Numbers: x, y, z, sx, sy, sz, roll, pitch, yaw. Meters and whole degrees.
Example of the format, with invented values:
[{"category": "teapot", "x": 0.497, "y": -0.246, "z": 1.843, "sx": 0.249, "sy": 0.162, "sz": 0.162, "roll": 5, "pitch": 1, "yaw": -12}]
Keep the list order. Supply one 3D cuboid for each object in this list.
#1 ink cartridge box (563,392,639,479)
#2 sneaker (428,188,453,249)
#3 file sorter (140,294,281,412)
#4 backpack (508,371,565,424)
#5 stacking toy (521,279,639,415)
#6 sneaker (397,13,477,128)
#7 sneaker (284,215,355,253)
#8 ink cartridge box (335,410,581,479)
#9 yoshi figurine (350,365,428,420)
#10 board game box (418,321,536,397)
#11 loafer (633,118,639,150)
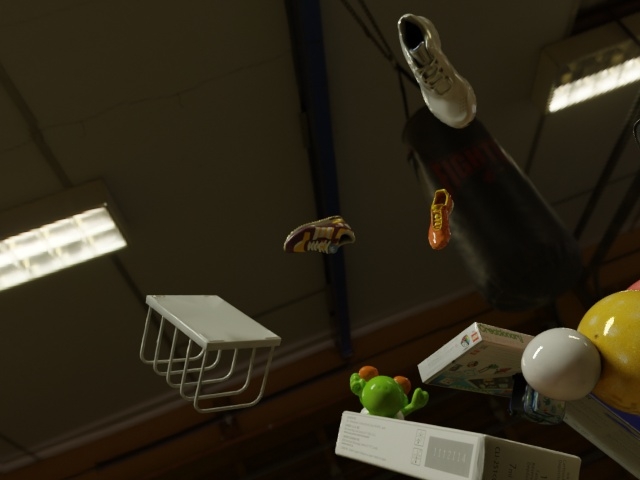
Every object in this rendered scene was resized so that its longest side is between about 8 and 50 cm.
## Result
[{"category": "ink cartridge box", "x": 0.683, "y": 0.425, "z": 1.550, "sx": 0.071, "sy": 0.324, "sz": 0.330, "roll": -47, "pitch": -18, "yaw": -14}, {"category": "sneaker", "x": 0.306, "y": -0.055, "z": 1.735, "sx": 0.064, "sy": 0.175, "sz": 0.067, "roll": -11, "pitch": -37, "yaw": 30}, {"category": "file sorter", "x": -0.261, "y": 0.251, "z": 1.513, "sx": 0.193, "sy": 0.278, "sz": 0.173, "roll": 3, "pitch": -76, "yaw": -42}, {"category": "backpack", "x": 0.474, "y": 0.340, "z": 1.420, "sx": 0.114, "sy": 0.105, "sz": 0.084, "roll": 26, "pitch": -27, "yaw": -23}, {"category": "stacking toy", "x": 0.557, "y": 0.178, "z": 1.119, "sx": 0.480, "sy": 0.350, "sz": 0.350, "roll": -2, "pitch": -37, "yaw": -17}, {"category": "sneaker", "x": 0.251, "y": -0.383, "z": 1.511, "sx": 0.111, "sy": 0.297, "sz": 0.129, "roll": -33, "pitch": -10, "yaw": 22}, {"category": "sneaker", "x": 0.000, "y": 0.000, "z": 1.654, "sx": 0.185, "sy": 0.084, "sz": 0.069, "roll": -23, "pitch": -33, "yaw": -26}, {"category": "ink cartridge box", "x": 0.200, "y": 0.279, "z": 0.821, "sx": 0.261, "sy": 0.066, "sz": 0.296, "roll": 20, "pitch": -17, "yaw": -23}, {"category": "yoshi figurine", "x": 0.178, "y": 0.427, "z": 1.829, "sx": 0.203, "sy": 0.203, "sz": 0.362, "roll": -32, "pitch": 2, "yaw": 8}, {"category": "board game box", "x": 0.400, "y": 0.282, "z": 1.528, "sx": 0.305, "sy": 0.053, "sz": 0.193, "roll": 17, "pitch": -46, "yaw": -33}, {"category": "loafer", "x": 0.480, "y": -0.101, "z": 0.902, "sx": 0.061, "sy": 0.170, "sz": 0.062, "roll": -9, "pitch": -29, "yaw": -42}]
